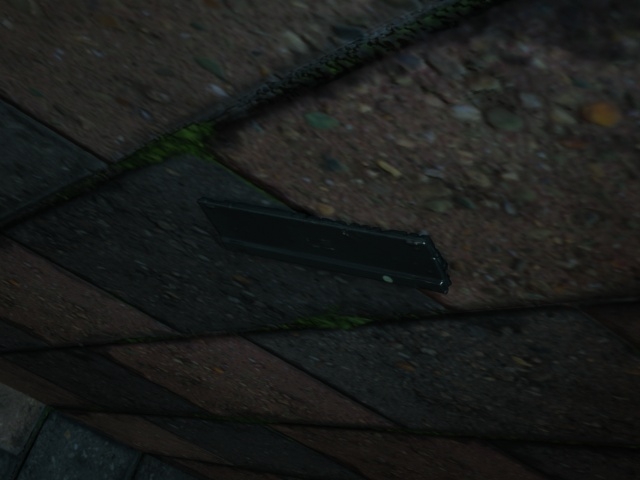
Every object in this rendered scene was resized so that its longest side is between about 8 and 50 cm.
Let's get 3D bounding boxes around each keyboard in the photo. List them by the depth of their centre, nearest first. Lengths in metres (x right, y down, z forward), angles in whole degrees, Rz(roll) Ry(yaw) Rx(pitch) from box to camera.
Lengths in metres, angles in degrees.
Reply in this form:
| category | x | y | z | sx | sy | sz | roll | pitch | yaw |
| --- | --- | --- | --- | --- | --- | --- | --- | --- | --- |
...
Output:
| category | x | y | z | sx | sy | sz | roll | pitch | yaw |
| --- | --- | --- | --- | --- | --- | --- | --- | --- | --- |
| keyboard | 0.000 | 0.000 | 0.761 | 0.195 | 0.018 | 0.060 | 11 | 149 | 31 |
